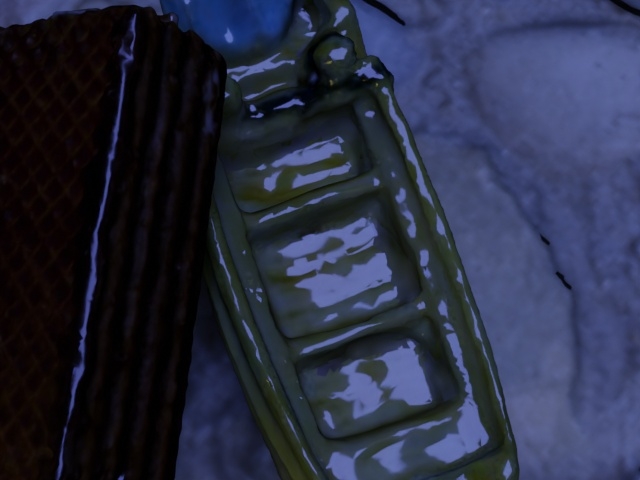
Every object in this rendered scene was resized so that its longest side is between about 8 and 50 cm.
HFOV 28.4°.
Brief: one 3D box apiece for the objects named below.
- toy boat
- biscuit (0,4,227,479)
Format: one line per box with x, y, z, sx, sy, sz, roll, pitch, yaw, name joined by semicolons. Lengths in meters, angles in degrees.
-0.001;0.001;0.574;0.111;0.084;0.276;-17;71;-11;toy boat
-0.110;0.031;0.522;0.106;0.070;0.252;-1;76;34;biscuit
